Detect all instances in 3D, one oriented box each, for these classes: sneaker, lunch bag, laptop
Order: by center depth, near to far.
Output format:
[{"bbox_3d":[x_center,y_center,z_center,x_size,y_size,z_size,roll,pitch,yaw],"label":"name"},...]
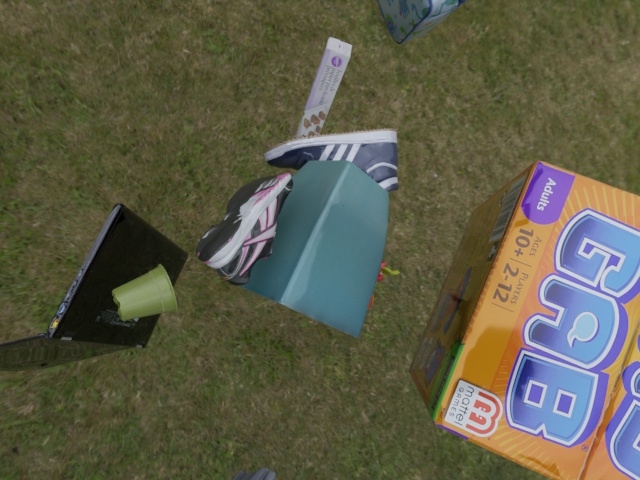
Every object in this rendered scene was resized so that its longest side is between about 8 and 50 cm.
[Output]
[{"bbox_3d":[-0.087,-0.016,0.582,0.178,0.072,0.077,-55,131,-34],"label":"sneaker"},{"bbox_3d":[0.162,-0.461,0.779,0.090,0.219,0.176,-26,99,-2],"label":"lunch bag"},{"bbox_3d":[0.032,-0.138,0.914,0.282,0.099,0.153,-9,94,-10],"label":"sneaker"},{"bbox_3d":[-0.530,0.128,0.959,0.236,0.382,0.408,20,76,8],"label":"laptop"}]

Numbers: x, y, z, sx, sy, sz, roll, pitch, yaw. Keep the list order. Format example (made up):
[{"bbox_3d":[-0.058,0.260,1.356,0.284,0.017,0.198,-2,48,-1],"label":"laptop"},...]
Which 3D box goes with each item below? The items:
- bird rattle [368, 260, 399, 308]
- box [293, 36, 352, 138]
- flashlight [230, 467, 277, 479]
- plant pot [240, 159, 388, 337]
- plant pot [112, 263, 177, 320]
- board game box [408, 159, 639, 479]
[{"bbox_3d":[0.117,0.128,1.158,0.143,0.253,0.207,22,102,7],"label":"bird rattle"},{"bbox_3d":[-0.004,-0.371,1.189,0.063,0.324,0.067,17,50,-10],"label":"box"},{"bbox_3d":[-0.119,0.363,0.430,0.103,0.304,0.103,44,111,5],"label":"flashlight"},{"bbox_3d":[0.000,0.000,0.701,0.165,0.165,0.234,31,79,-38],"label":"plant pot"},{"bbox_3d":[-0.278,0.089,0.698,0.079,0.083,0.083,-20,95,-30],"label":"plant pot"},{"bbox_3d":[0.381,0.145,0.695,0.356,0.356,0.357,22,87,8],"label":"board game box"}]
